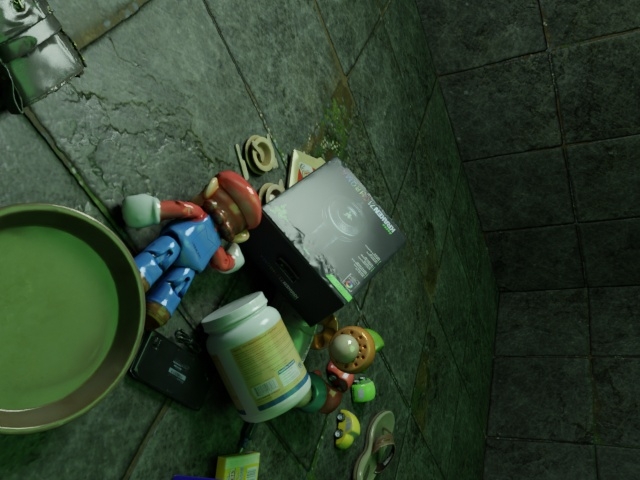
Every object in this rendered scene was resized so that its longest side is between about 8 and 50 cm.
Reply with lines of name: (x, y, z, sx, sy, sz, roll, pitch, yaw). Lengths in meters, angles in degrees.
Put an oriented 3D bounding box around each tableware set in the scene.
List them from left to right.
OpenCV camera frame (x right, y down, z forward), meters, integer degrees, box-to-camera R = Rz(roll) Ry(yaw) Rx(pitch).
tableware set: (-0.112, -0.136, 1.220, 0.128, 0.039, 0.194, -35, 115, -53)

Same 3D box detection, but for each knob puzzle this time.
knob puzzle: (-0.015, -0.114, 1.394, 0.213, 0.030, 0.213, 10, 77, -45)

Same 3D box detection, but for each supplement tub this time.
supplement tub: (-0.118, 0.208, 1.014, 0.144, 0.144, 0.199, -34, 101, -59)

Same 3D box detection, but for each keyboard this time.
keyboard: (-0.240, 0.208, 0.940, 0.180, 0.023, 0.108, 52, 48, -46)

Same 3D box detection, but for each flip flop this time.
flip flop: (0.165, 0.593, 1.558, 0.277, 0.080, 0.112, -48, 126, -55)

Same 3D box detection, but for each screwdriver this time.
screwdriver: (-0.152, 0.407, 1.061, 0.024, 0.025, 0.169, 61, 35, -36)

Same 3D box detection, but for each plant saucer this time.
plant saucer: (-0.347, 0.093, 0.686, 0.278, 0.041, 0.277, 1, 88, -49)

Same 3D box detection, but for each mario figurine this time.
mario figurine: (-0.228, -0.001, 0.945, 0.320, 0.170, 0.198, -51, 166, -40)

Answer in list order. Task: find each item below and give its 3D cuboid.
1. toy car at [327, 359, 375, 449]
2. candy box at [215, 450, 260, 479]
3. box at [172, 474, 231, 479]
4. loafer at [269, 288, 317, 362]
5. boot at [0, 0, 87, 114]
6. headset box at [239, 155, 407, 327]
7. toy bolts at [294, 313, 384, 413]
toy car: (0.098, 0.415, 1.498, 0.225, 0.053, 0.238, -4, 88, -62)
candy box: (-0.159, 0.494, 1.009, 0.105, 0.027, 0.205, 25, 68, -56)
box: (-0.194, 0.446, 0.864, 0.072, 0.126, 0.137, 62, 34, -32)
loafer: (-0.053, 0.152, 1.183, 0.112, 0.111, 0.319, 26, 54, -24)
boot: (-0.383, -0.319, 0.730, 0.262, 0.091, 0.229, -66, 146, -37)
headset box: (0.000, 0.000, 1.146, 0.246, 0.131, 0.283, 50, 47, 0)
toy bolts: (-0.009, 0.260, 1.222, 0.228, 0.218, 0.158, -59, 153, 2)
